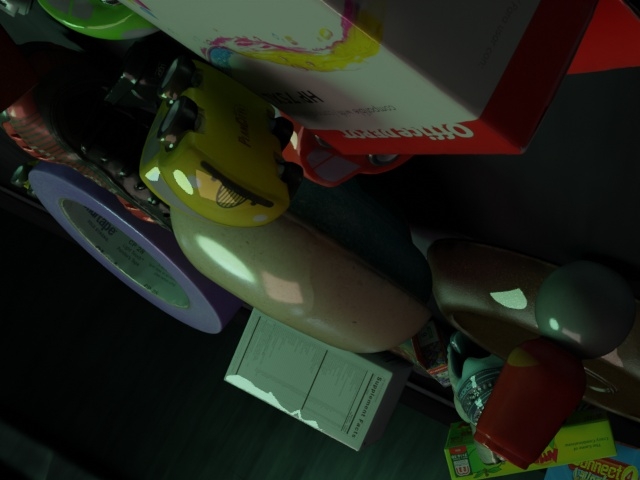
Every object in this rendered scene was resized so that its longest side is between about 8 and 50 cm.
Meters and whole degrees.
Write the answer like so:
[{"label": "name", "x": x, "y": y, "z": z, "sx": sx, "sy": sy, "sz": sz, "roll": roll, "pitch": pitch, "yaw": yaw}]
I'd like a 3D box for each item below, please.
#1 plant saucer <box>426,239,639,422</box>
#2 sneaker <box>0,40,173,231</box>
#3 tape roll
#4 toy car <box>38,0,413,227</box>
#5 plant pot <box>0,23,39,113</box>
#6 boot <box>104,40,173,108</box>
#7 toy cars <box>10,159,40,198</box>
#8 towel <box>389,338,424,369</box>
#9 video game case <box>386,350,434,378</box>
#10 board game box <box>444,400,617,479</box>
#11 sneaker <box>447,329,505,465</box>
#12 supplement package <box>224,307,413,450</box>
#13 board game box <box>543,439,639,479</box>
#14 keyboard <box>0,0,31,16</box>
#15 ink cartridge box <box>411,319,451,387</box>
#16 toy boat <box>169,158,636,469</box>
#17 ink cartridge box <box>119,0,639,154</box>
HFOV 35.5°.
[{"label": "plant saucer", "x": 0.224, "y": 0.094, "z": 0.870, "sx": 0.311, "sy": 0.050, "sz": 0.310, "roll": 27, "pitch": 171, "yaw": 5}, {"label": "sneaker", "x": -0.157, "y": -0.079, "z": 0.853, "sx": 0.135, "sy": 0.097, "sz": 0.276, "roll": 21, "pitch": 170, "yaw": 34}, {"label": "tape roll", "x": -0.194, "y": -0.015, "z": 1.128, "sx": 0.275, "sy": 0.090, "sz": 0.275, "roll": 34, "pitch": 160, "yaw": 14}, {"label": "toy car", "x": -0.071, "y": -0.093, "z": 0.505, "sx": 0.225, "sy": 0.053, "sz": 0.239, "roll": 43, "pitch": -158, "yaw": 8}, {"label": "plant pot", "x": -0.404, "y": -0.137, "z": 0.649, "sx": 0.267, "sy": 0.267, "sz": 0.235, "roll": 5, "pitch": 130, "yaw": 35}, {"label": "boot", "x": -0.104, "y": -0.106, "z": 0.744, "sx": 0.099, "sy": 0.045, "sz": 0.121, "roll": 25, "pitch": 173, "yaw": -18}, {"label": "toy cars", "x": -0.335, "y": -0.062, "z": 1.467, "sx": 0.176, "sy": 0.087, "sz": 0.393, "roll": 31, "pitch": 174, "yaw": 10}, {"label": "towel", "x": 0.000, "y": 0.073, "z": 1.312, "sx": 0.271, "sy": 0.040, "sz": 0.370, "roll": 27, "pitch": 173, "yaw": 31}, {"label": "video game case", "x": 0.133, "y": 0.178, "z": 1.604, "sx": 0.190, "sy": 0.022, "sz": 0.173, "roll": 31, "pitch": 170, "yaw": -17}, {"label": "board game box", "x": 0.237, "y": 0.225, "z": 1.133, "sx": 0.181, "sy": 0.043, "sz": 0.092, "roll": -13, "pitch": -175, "yaw": 14}, {"label": "sneaker", "x": 0.193, "y": 0.144, "z": 1.117, "sx": 0.283, "sy": 0.110, "sz": 0.122, "roll": -83, "pitch": -31, "yaw": -85}, {"label": "supplement package", "x": 0.000, "y": 0.207, "z": 1.568, "sx": 0.244, "sy": 0.139, "sz": 0.134, "roll": 26, "pitch": -173, "yaw": 18}, {"label": "board game box", "x": 0.464, "y": 0.317, "z": 1.124, "sx": 0.308, "sy": 0.086, "sz": 0.302, "roll": 22, "pitch": 173, "yaw": -20}, {"label": "keyboard", "x": -0.328, "y": -0.243, "z": 0.731, "sx": 0.256, "sy": 0.014, "sz": 0.072, "roll": 30, "pitch": 165, "yaw": -17}, {"label": "ink cartridge box", "x": 0.143, "y": 0.137, "z": 1.248, "sx": 0.029, "sy": 0.063, "sz": 0.115, "roll": -22, "pitch": 150, "yaw": 15}, {"label": "toy boat", "x": 0.057, "y": 0.023, "z": 0.726, "sx": 0.318, "sy": 0.148, "sz": 0.267, "roll": 30, "pitch": 178, "yaw": 19}, {"label": "ink cartridge box", "x": 0.006, "y": -0.098, "z": 0.378, "sx": 0.231, "sy": 0.078, "sz": 0.134, "roll": 32, "pitch": 170, "yaw": -25}]
